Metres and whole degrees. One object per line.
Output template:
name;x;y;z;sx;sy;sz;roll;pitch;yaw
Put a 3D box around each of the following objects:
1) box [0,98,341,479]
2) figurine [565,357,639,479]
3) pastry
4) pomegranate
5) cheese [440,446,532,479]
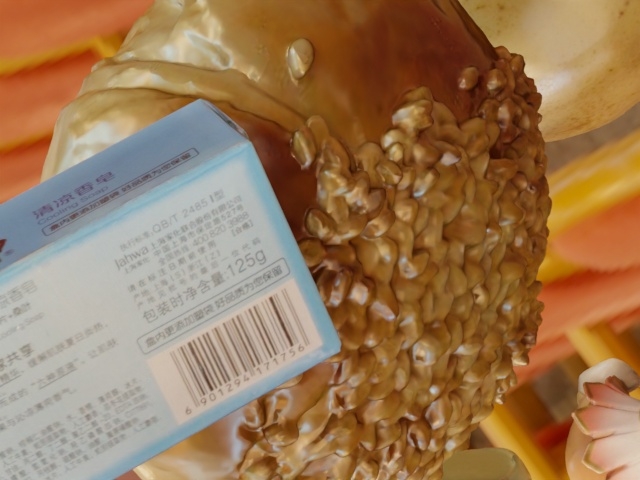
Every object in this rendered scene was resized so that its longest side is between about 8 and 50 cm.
box;-0.122;0.044;1.015;0.142;0.232;0.083;66;170;-30
figurine;0.216;0.096;0.962;0.195;0.102;0.111;-27;111;36
pastry;0.000;0.000;1.263;0.245;0.409;0.409;14;137;40
pomegranate;0.169;-0.220;1.567;0.319;0.319;0.319;49;161;23
cheese;0.099;0.273;1.482;0.050;0.127;0.255;-97;6;-58
